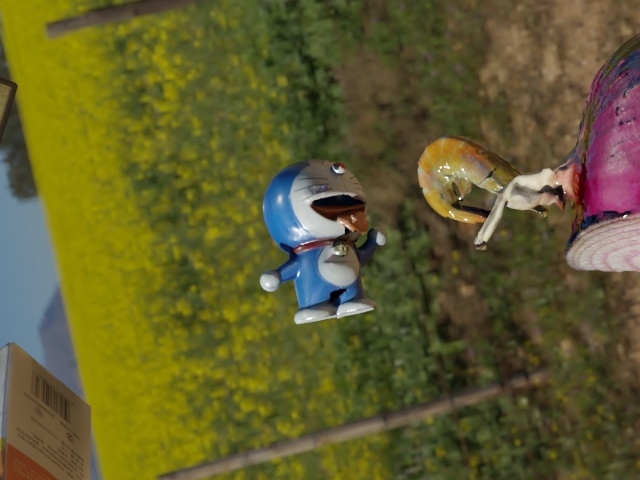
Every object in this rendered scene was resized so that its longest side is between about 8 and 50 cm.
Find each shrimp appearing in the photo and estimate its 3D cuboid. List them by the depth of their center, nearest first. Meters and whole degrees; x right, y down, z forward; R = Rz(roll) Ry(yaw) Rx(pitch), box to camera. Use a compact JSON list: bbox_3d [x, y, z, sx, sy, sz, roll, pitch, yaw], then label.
[{"bbox_3d":[0.283,-0.094,2.463,0.068,0.248,0.150,-29,-42,-60],"label":"shrimp"}]

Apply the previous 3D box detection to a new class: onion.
[{"bbox_3d":[0.330,-0.089,1.269,0.256,0.272,0.231,151,132,-63],"label":"onion"}]

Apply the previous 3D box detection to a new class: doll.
[{"bbox_3d":[0.000,0.000,2.137,0.161,0.215,0.257,-37,64,58],"label":"doll"}]

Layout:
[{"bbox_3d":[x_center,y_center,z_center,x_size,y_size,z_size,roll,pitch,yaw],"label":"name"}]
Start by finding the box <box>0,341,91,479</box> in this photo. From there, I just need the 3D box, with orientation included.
[{"bbox_3d":[-0.375,0.307,1.525,0.143,0.225,0.341,46,-163,-30],"label":"box"}]

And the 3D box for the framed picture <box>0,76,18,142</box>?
[{"bbox_3d":[-0.568,-0.091,1.907,0.016,0.265,0.347,13,85,45],"label":"framed picture"}]
